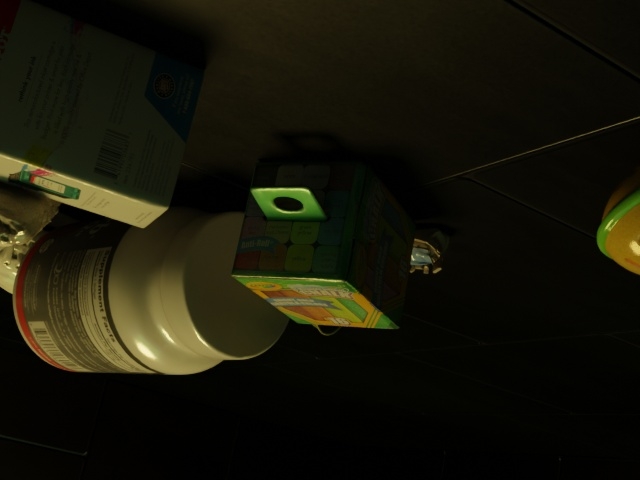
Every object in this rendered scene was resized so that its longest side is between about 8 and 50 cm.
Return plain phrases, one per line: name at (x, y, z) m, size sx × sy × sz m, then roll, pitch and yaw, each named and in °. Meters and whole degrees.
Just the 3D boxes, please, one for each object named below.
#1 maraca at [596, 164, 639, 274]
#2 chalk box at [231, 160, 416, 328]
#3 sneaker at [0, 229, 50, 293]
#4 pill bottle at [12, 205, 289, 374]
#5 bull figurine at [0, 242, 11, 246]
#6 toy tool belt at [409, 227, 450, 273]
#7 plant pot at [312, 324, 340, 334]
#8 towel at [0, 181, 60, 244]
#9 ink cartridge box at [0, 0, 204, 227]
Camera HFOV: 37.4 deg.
maraca at (0.311, -0.032, 0.760) m, size 0.186 × 0.099 × 0.127 m, roll -34°, pitch 143°, yaw 31°
chalk box at (0.000, 0.000, 0.988) m, size 0.132 × 0.132 × 0.213 m, roll 2°, pitch 160°, yaw 26°
sneaker at (-0.455, 0.019, 1.382) m, size 0.290 × 0.106 × 0.123 m, roll 16°, pitch 165°, yaw -10°
pill bottle at (-0.216, 0.066, 1.205) m, size 0.363 × 0.210 × 0.210 m, roll -6°, pitch 155°, yaw 44°
bull figurine at (-0.526, 0.000, 1.253) m, size 0.188 × 0.101 × 0.310 m, roll 39°, pitch 132°, yaw -14°
toy tool belt at (0.109, 0.015, 1.097) m, size 0.083 × 0.051 × 0.052 m, roll -5°, pitch 156°, yaw 43°
plant pot at (-0.011, 0.089, 1.382) m, size 0.079 × 0.083 × 0.083 m, roll 14°, pitch 167°, yaw 36°
towel at (-0.356, -0.091, 0.842) m, size 0.282 × 0.049 × 0.187 m, roll 26°, pitch -158°, yaw -6°
ink cartridge box at (-0.227, -0.112, 0.779) m, size 0.231 × 0.134 × 0.078 m, roll 20°, pitch 160°, yaw -22°
